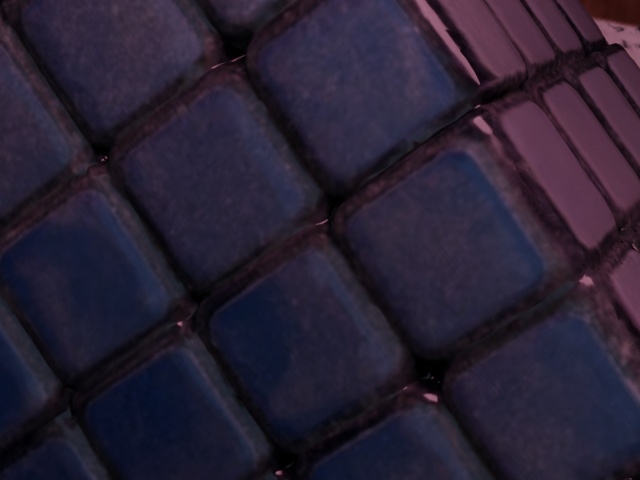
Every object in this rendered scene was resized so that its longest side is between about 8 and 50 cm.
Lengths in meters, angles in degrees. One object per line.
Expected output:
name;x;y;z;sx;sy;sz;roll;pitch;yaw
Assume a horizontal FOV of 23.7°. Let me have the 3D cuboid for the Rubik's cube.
Rubik's cube;0.000;0.000;0.817;0.344;0.344;0.337;-34;88;22
